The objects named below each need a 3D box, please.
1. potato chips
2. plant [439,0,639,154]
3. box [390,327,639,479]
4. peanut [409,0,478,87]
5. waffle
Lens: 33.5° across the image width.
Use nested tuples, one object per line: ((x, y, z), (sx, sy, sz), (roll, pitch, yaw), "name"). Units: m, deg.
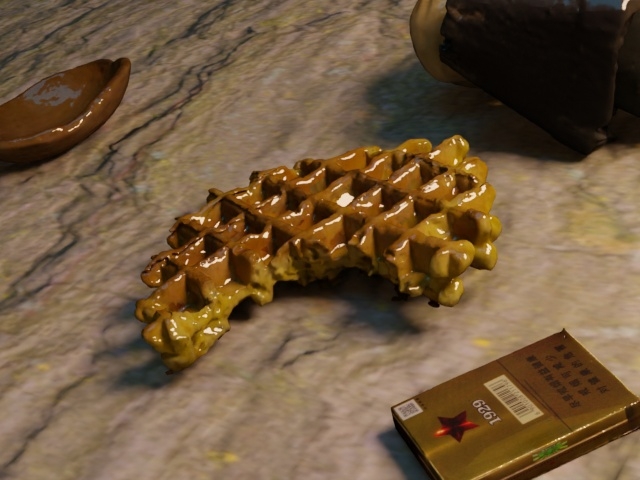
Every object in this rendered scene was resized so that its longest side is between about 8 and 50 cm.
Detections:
((-0.305, -0.143, 1.242), (0.195, 0.062, 0.208), (-15, 31, 12), "potato chips")
((0.234, -0.172, 0.925), (0.256, 0.164, 0.142), (13, 44, 15), "plant")
((0.121, 0.109, 0.664), (0.133, 0.023, 0.090), (-23, 29, -12), "box")
((0.227, -0.248, 1.097), (0.313, 0.149, 0.149), (-33, 34, -19), "peanut")
((0.000, 0.000, 0.863), (0.293, 0.069, 0.260), (-12, 28, 12), "waffle")
